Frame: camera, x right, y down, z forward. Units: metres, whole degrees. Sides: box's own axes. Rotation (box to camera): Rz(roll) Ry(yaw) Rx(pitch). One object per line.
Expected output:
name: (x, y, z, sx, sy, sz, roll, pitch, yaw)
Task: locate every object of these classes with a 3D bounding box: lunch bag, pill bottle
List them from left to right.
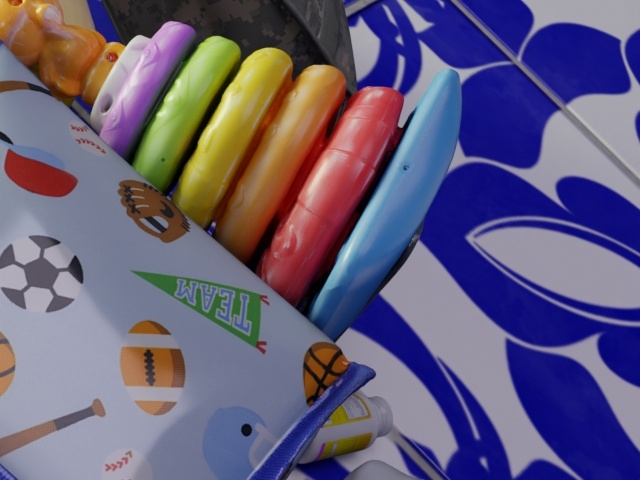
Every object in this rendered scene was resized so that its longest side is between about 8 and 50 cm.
lunch bag: (-0.213, 0.120, 0.943, 0.328, 0.239, 0.385, 42, 55, 4)
lunch bag: (-0.098, -0.248, 1.317, 0.287, 0.169, 0.235, 50, 24, -47)
pill bottle: (0.013, 0.135, 1.231, 0.083, 0.043, 0.043, -6, 58, -40)

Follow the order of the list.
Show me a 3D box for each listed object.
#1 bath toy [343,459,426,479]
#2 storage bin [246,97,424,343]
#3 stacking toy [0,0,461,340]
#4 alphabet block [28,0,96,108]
bath toy: (0.013, 0.266, 1.050, 0.348, 0.129, 0.151, -42, 118, -48)
storage bin: (0.000, 0.000, 1.238, 0.084, 0.180, 0.122, 29, 42, -11)
stacking toy: (-0.080, -0.072, 1.051, 0.302, 0.166, 0.175, 28, 65, -2)
alphabet block: (-0.286, -0.155, 1.162, 0.193, 0.192, 0.197, 4, 50, -31)
